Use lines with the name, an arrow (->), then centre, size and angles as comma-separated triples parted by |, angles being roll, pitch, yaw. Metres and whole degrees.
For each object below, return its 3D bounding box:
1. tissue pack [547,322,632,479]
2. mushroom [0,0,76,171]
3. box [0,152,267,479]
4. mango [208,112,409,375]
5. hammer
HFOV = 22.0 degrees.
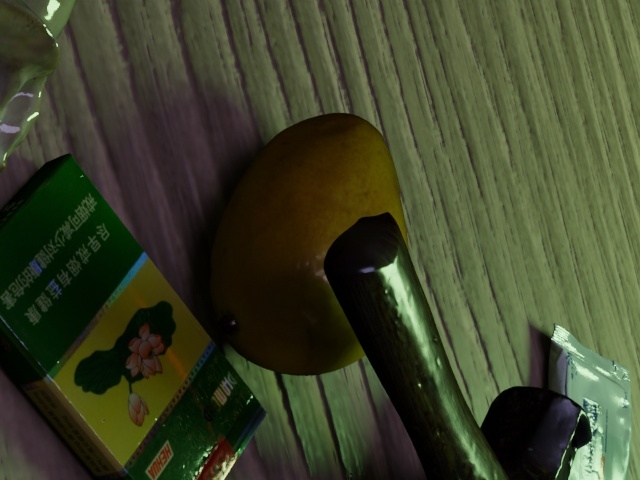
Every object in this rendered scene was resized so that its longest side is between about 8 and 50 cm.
tissue pack -> 0.237, 0.183, 1.463 | 0.122, 0.026, 0.193 | 29, 56, -39
mushroom -> -0.215, -0.165, 0.839 | 0.292, 0.290, 0.292 | -21, 132, -25
box -> -0.135, 0.073, 1.071 | 0.235, 0.034, 0.132 | 54, 43, -21
mango -> 0.000, 0.000, 1.197 | 0.147, 0.109, 0.227 | 31, 52, -10
hammer -> 0.083, 0.128, 1.172 | 0.242, 0.095, 0.409 | -64, 143, -35
